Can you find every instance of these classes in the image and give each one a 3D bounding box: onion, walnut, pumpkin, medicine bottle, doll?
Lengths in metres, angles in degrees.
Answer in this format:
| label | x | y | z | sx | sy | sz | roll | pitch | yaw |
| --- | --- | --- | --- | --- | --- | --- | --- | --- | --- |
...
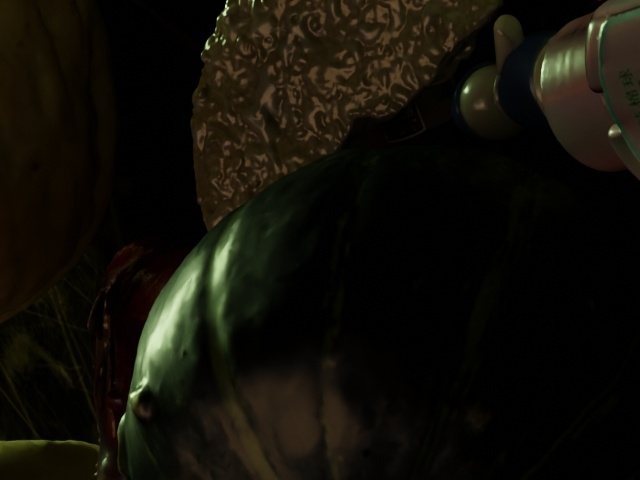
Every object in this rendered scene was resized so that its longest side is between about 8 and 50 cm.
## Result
| label | x | y | z | sx | sy | sz | roll | pitch | yaw |
| --- | --- | --- | --- | --- | --- | --- | --- | --- | --- |
| onion | -0.090 | 0.127 | 1.376 | 0.272 | 0.195 | 0.272 | 40 | 149 | 31 |
| walnut | -0.298 | -0.086 | 1.445 | 0.306 | 0.306 | 0.344 | 10 | 118 | 53 |
| pumpkin | 0.052 | 0.104 | 1.044 | 0.323 | 0.241 | 0.323 | 7 | 122 | 11 |
| medicine bottle | 0.187 | -0.082 | 0.882 | 0.188 | 0.119 | 0.094 | -12 | 102 | 58 |
| doll | 0.115 | -0.079 | 1.055 | 0.099 | 0.058 | 0.143 | 50 | 154 | -16 |

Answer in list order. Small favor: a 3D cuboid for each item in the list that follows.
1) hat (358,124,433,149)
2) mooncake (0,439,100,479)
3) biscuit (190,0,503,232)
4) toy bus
| label | x | y | z | sx | sy | sz | roll | pitch | yaw |
| --- | --- | --- | --- | --- | --- | --- | --- | --- | --- |
| hat | 0.000 | 0.000 | 1.200 | 0.205 | 0.089 | 0.205 | 6 | 100 | 37 |
| mooncake | -0.330 | 0.366 | 1.651 | 0.262 | 0.467 | 0.467 | 69 | 152 | 21 |
| biscuit | -0.009 | -0.099 | 1.117 | 0.250 | 0.032 | 0.133 | -45 | 71 | 34 |
| toy bus | 0.040 | -0.125 | 1.135 | 0.037 | 0.052 | 0.131 | -18 | 94 | 45 |
